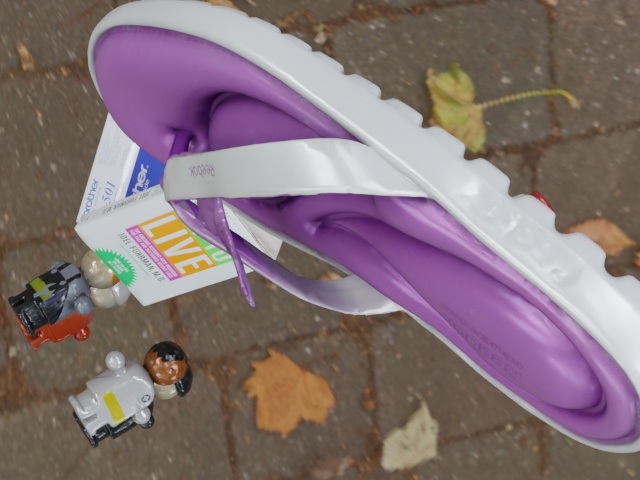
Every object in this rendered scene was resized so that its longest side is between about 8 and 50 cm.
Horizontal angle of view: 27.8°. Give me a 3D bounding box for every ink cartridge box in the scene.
[{"bbox_3d":[-0.147,-0.100,1.161,0.097,0.046,0.207,28,77,-63],"label":"ink cartridge box"}]

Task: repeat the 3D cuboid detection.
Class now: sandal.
[{"bbox_3d":[-0.002,-0.010,0.690,0.102,0.416,0.169,-44,146,-25],"label":"sandal"}]

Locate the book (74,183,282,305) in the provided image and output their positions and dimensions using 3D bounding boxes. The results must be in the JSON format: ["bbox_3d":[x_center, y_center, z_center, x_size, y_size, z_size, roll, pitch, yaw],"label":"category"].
[{"bbox_3d":[-0.117,-0.004,1.060,0.144,0.035,0.096,-20,125,32],"label":"book"}]

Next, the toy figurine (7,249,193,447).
[{"bbox_3d":[-0.243,0.115,1.474,0.148,0.209,0.213,-31,82,-15],"label":"toy figurine"}]

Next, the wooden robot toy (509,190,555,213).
[{"bbox_3d":[0.152,0.013,0.979,0.076,0.173,0.079,-30,77,12],"label":"wooden robot toy"}]
